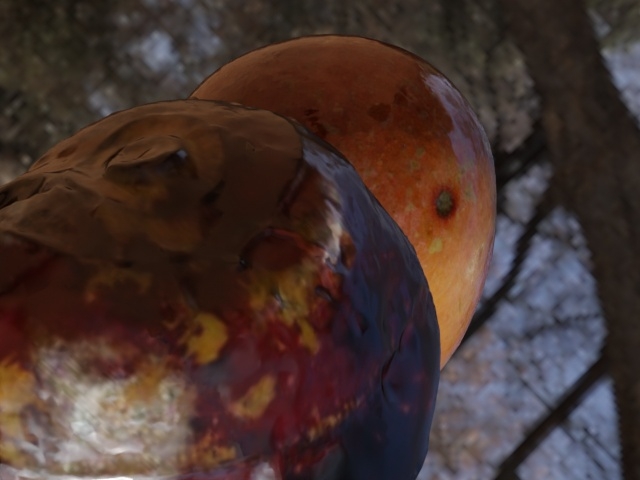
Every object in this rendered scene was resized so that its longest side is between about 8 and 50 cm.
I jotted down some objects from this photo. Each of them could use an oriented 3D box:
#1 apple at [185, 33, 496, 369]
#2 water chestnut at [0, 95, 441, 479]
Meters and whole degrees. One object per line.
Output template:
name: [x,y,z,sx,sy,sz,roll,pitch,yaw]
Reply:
apple: [0.000,0.000,1.168,0.253,0.253,0.253,-40,-163,16]
water chestnut: [-0.078,0.075,0.853,0.289,0.244,0.289,-42,-179,1]
